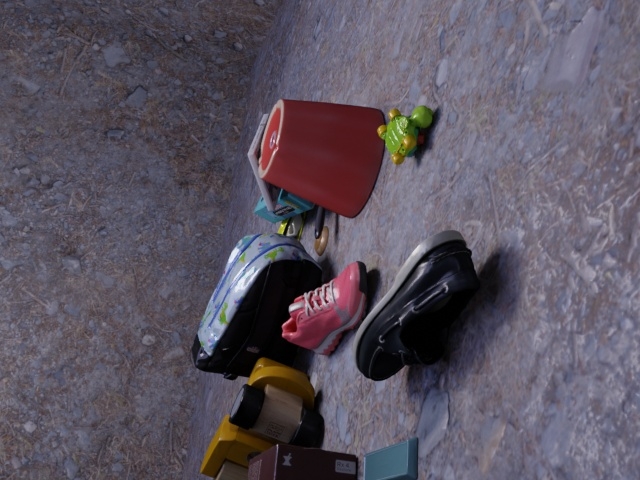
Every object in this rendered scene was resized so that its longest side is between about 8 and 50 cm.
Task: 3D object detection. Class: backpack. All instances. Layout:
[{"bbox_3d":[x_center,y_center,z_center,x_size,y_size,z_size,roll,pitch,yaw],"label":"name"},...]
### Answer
[{"bbox_3d":[-0.145,0.157,1.826,0.356,0.290,0.273,-59,35,29],"label":"backpack"}]

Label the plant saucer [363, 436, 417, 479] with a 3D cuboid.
[{"bbox_3d":[0.116,0.386,1.231,0.192,0.018,0.067,130,149,-59],"label":"plant saucer"}]

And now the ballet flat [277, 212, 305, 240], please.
[{"bbox_3d":[-0.094,-0.007,2.146,0.077,0.077,0.231,23,97,64],"label":"ballet flat"}]

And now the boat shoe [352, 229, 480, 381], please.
[{"bbox_3d":[0.155,0.140,1.126,0.113,0.127,0.340,59,136,35],"label":"boat shoe"}]

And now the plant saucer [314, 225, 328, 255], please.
[{"bbox_3d":[0.000,0.000,1.921,0.083,0.015,0.084,-167,90,-74],"label":"plant saucer"}]

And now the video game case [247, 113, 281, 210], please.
[{"bbox_3d":[-0.133,-0.204,1.862,0.173,0.022,0.191,-76,-23,-44],"label":"video game case"}]

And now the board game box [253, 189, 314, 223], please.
[{"bbox_3d":[-0.061,-0.194,2.034,0.254,0.079,0.336,-65,16,-14],"label":"board game box"}]

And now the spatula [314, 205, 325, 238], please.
[{"bbox_3d":[0.020,-0.122,1.880,0.084,0.030,0.297,127,163,-53],"label":"spatula"}]

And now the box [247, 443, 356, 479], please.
[{"bbox_3d":[-0.046,0.510,1.403,0.203,0.168,0.167,130,149,-58],"label":"box"}]

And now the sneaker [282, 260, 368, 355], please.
[{"bbox_3d":[0.005,0.155,1.571,0.314,0.136,0.116,121,155,-45],"label":"sneaker"}]

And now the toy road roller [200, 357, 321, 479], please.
[{"bbox_3d":[-0.131,0.439,1.714,0.241,0.202,0.330,-81,17,-61],"label":"toy road roller"}]

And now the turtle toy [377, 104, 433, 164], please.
[{"bbox_3d":[0.174,-0.216,1.419,0.130,0.066,0.095,-54,51,47],"label":"turtle toy"}]

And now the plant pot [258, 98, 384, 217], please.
[{"bbox_3d":[-0.008,-0.213,1.713,0.275,0.243,0.275,-167,90,-73],"label":"plant pot"}]
